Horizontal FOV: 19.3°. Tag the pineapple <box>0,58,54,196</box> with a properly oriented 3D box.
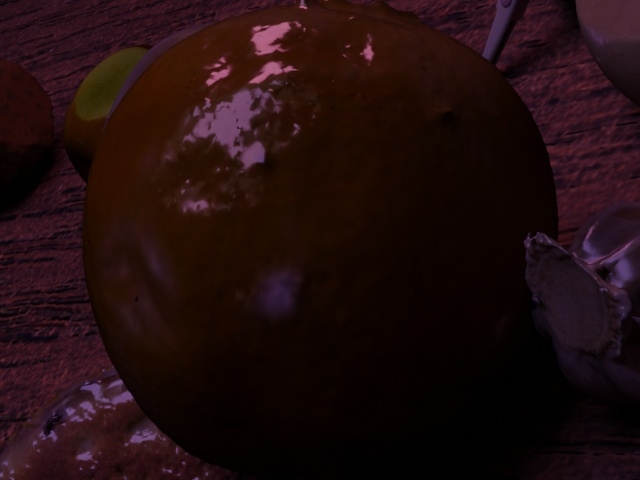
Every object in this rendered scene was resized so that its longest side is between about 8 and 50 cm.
[{"bbox_3d":[-0.431,-0.089,2.180,0.278,0.158,0.158,-38,25,36],"label":"pineapple"}]

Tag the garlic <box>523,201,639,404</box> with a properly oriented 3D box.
[{"bbox_3d":[0.214,0.026,1.171,0.194,0.127,0.131,-30,36,-35],"label":"garlic"}]

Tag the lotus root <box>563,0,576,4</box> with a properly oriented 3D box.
[{"bbox_3d":[0.221,-0.253,1.569,0.113,0.088,0.192,-56,20,27],"label":"lotus root"}]

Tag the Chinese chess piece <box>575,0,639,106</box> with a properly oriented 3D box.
[{"bbox_3d":[0.312,-0.203,1.358,0.273,0.102,0.273,-33,30,22],"label":"Chinese chess piece"}]

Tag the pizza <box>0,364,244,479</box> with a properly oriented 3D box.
[{"bbox_3d":[-0.157,0.184,1.424,0.305,0.161,0.085,-32,-11,14],"label":"pizza"}]

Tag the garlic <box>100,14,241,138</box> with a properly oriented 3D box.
[{"bbox_3d":[-0.054,-0.030,1.548,0.246,0.231,0.340,35,116,53],"label":"garlic"}]

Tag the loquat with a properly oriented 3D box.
[{"bbox_3d":[0.000,0.000,1.251,0.328,0.328,0.328,-33,29,21],"label":"loquat"}]

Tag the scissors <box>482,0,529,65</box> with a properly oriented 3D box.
[{"bbox_3d":[0.162,-0.205,1.554,0.085,0.022,0.176,54,134,45],"label":"scissors"}]

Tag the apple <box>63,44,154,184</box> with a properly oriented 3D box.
[{"bbox_3d":[-0.168,-0.101,1.815,0.147,0.146,0.163,-38,42,-5],"label":"apple"}]
